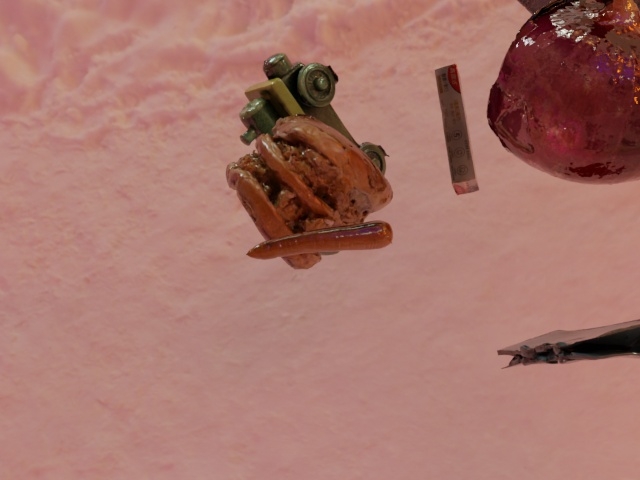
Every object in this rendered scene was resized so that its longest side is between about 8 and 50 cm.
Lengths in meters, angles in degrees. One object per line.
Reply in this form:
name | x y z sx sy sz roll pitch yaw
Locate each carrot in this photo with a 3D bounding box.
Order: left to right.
carrot | 0.000 0.000 0.771 0.190 0.037 0.037 -6 67 -10

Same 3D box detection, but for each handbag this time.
handbag | 0.369 0.153 0.874 0.144 0.221 0.057 -4 79 -18

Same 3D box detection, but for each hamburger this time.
hamburger | -0.023 -0.087 1.013 0.211 0.260 0.245 -44 61 5

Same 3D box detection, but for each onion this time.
onion | 0.374 -0.184 0.798 0.256 0.272 0.230 -46 63 -7

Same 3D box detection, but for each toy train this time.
toy train | -0.027 -0.174 1.197 0.237 0.369 0.150 -49 28 -22

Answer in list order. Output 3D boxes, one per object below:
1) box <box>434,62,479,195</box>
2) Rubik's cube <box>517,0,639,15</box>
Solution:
box | 0.226 -0.186 1.016 0.040 0.055 0.217 -11 70 19
Rubik's cube | 0.528 -0.482 1.106 0.237 0.238 0.237 47 134 9
